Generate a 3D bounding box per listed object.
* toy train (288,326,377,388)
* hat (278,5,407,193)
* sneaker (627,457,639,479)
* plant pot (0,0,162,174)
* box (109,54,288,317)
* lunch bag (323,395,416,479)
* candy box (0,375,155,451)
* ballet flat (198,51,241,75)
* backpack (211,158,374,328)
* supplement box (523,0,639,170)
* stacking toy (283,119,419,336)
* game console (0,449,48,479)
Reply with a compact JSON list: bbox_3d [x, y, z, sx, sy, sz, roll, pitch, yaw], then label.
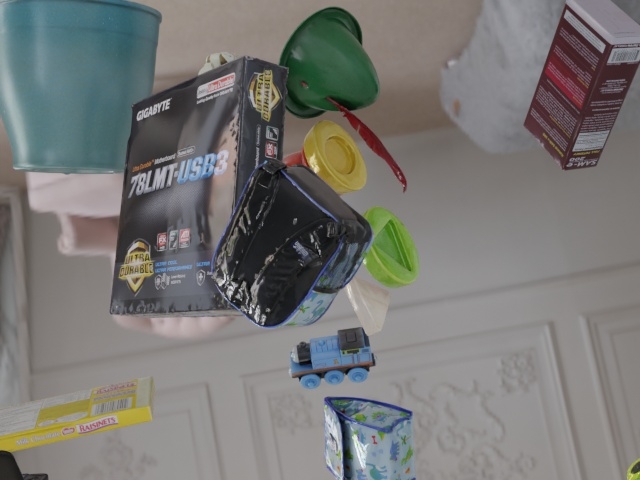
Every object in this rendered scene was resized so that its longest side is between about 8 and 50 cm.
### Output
[{"bbox_3d":[0.023,0.238,2.003,0.184,0.080,0.105,-8,126,1],"label":"toy train"},{"bbox_3d":[0.065,-0.215,1.417,0.183,0.173,0.208,35,180,32],"label":"hat"},{"bbox_3d":[0.629,0.387,1.536,0.296,0.109,0.123,-2,129,-1],"label":"sneaker"},{"bbox_3d":[-0.385,-0.232,1.544,0.272,0.255,0.271,0,-179,0],"label":"plant pot"},{"bbox_3d":[-0.156,-0.052,1.220,0.073,0.293,0.295,9,171,-37],"label":"box"},{"bbox_3d":[0.067,0.322,1.556,0.151,0.128,0.096,12,-158,39],"label":"lunch bag"},{"bbox_3d":[-0.313,0.220,1.241,0.206,0.027,0.105,-12,-168,-5],"label":"candy box"},{"bbox_3d":[-0.144,-0.235,1.386,0.057,0.052,0.168,-7,-144,14],"label":"ballet flat"},{"bbox_3d":[-0.020,0.009,0.765,0.084,0.105,0.114,2,125,-56],"label":"backpack"},{"bbox_3d":[0.405,-0.242,1.517,0.073,0.130,0.239,-7,134,-22],"label":"supplement box"},{"bbox_3d":[0.000,0.000,1.461,0.130,0.279,0.309,-30,-168,32],"label":"stacking toy"},{"bbox_3d":[-0.370,0.247,1.060,0.122,0.071,0.107,-4,-175,4],"label":"game console"}]
